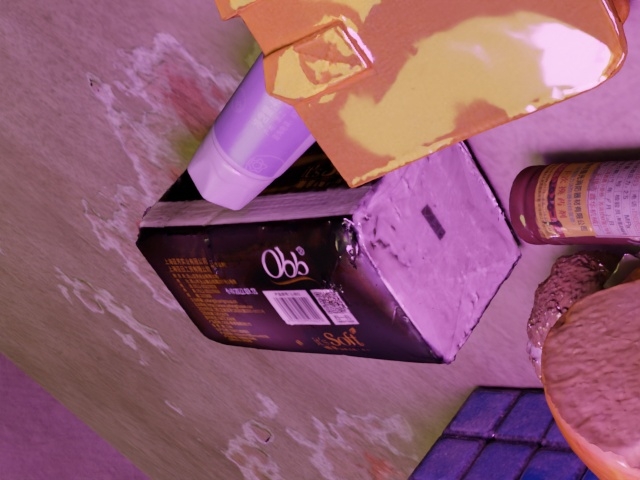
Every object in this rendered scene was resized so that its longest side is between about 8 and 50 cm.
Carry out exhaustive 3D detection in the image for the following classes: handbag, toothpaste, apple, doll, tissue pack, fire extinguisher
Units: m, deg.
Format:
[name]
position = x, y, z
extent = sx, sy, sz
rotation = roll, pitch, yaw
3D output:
[handbag]
position = 0.024, -0.251, 0.832
extent = 0.283, 0.133, 0.401
rotation = -23, 115, 29
[toothpaste]
position = 0.004, -0.158, 1.006
extent = 0.125, 0.080, 0.371
rotation = 30, 133, -17
[apple]
position = 0.346, 0.126, 0.915
extent = 0.309, 0.314, 0.252
rotation = -18, 77, 25
[doll]
position = 0.256, 0.072, 1.091
extent = 0.115, 0.105, 0.221
rotation = 58, 164, 22
[tissue pack]
position = 0.000, 0.000, 1.199
extent = 0.370, 0.198, 0.210
rotation = 0, 129, 48
[fire extinguisher]
position = 0.291, -0.034, 0.975
extent = 0.252, 0.106, 0.075
rotation = -1, 92, 47

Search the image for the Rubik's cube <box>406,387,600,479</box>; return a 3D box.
[Rubik's cube]
position = 0.282, 0.394, 1.260
extent = 0.337, 0.344, 0.344
rotation = -6, 125, 52
